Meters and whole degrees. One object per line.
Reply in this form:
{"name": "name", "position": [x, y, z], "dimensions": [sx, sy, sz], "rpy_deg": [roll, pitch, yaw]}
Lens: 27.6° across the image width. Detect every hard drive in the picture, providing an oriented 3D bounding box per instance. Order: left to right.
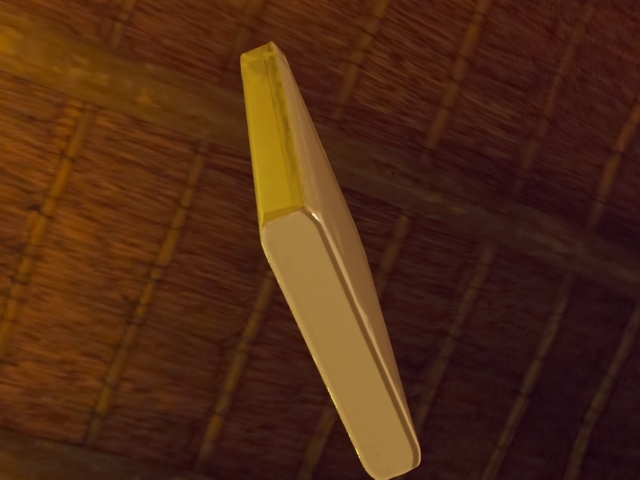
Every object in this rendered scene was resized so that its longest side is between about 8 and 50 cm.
{"name": "hard drive", "position": [0.000, 0.000, 0.930], "dimensions": [0.040, 0.307, 0.203], "rpy_deg": [-21, -63, 4]}
